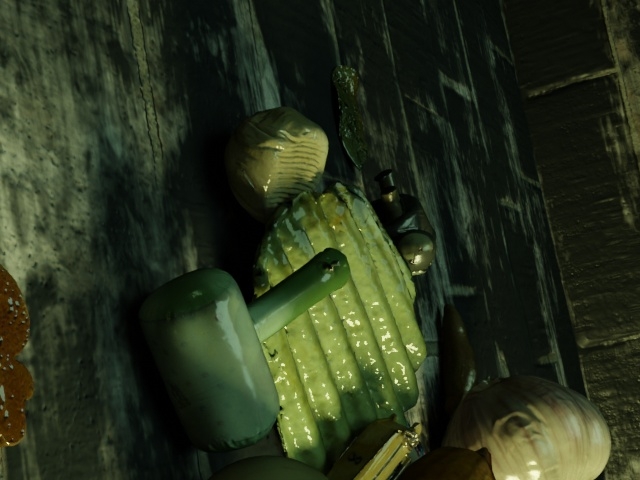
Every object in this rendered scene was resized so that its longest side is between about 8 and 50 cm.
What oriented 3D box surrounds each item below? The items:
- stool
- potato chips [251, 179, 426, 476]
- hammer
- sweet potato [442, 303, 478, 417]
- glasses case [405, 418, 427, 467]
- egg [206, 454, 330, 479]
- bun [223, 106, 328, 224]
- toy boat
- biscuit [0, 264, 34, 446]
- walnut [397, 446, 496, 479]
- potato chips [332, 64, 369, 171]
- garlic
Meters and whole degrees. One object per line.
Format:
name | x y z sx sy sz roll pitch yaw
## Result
stool | 0.116 -0.026 1.603 0.153 0.228 0.139 -40 116 -30
potato chips | 0.031 0.124 1.383 0.358 0.070 0.429 -39 116 -44
hammer | -0.059 0.094 1.167 0.335 0.119 0.206 -34 111 -45
sweet potato | 0.284 0.240 1.969 0.077 0.077 0.243 46 40 -48
glasses case | 0.133 0.382 1.559 0.327 0.076 0.125 60 29 -29
egg | -0.049 0.333 1.055 0.241 0.186 0.186 47 37 -50
bun | -0.072 -0.110 1.340 0.166 0.113 0.173 -56 156 -18
toy boat | 0.057 0.332 1.331 0.226 0.068 0.088 -46 131 -26
biscuit | -0.300 0.094 0.840 0.124 0.026 0.175 6 71 -63
walnut | 0.171 0.417 1.405 0.336 0.209 0.209 -41 117 -39
potato chips | 0.060 -0.226 1.810 0.142 0.026 0.209 49 36 -49
garlic | 0.367 0.375 1.808 0.259 0.317 0.317 54 21 13
